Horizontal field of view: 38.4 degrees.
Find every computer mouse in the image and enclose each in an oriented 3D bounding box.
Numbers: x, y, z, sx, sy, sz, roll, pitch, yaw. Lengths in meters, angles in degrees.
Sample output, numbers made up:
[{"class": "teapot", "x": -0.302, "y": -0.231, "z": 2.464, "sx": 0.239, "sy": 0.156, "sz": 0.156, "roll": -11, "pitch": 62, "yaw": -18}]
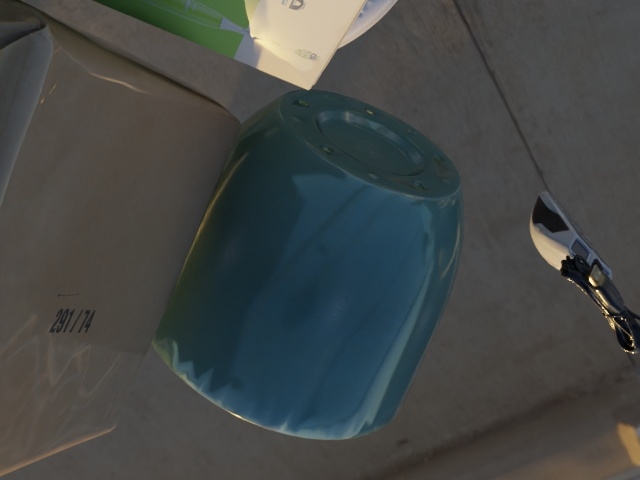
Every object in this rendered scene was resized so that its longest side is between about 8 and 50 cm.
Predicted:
[{"class": "computer mouse", "x": 0.232, "y": 0.019, "z": 0.841, "sx": 0.042, "sy": 0.193, "sz": 0.106, "roll": -42, "pitch": 113, "yaw": 16}]

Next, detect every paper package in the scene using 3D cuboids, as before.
[{"class": "paper package", "x": -0.224, "y": -0.002, "z": 0.634, "sx": 0.168, "sy": 0.325, "sz": 0.309, "roll": 25, "pitch": 94, "yaw": 12}]

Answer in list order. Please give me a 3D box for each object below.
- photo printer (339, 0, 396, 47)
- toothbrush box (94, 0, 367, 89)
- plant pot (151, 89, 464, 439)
[{"class": "photo printer", "x": -0.003, "y": -0.486, "z": 1.543, "sx": 0.256, "sy": 0.107, "sz": 0.307, "roll": -39, "pitch": 87, "yaw": 20}, {"class": "toothbrush box", "x": -0.089, "y": -0.238, "z": 0.557, "sx": 0.283, "sy": 0.122, "sz": 0.206, "roll": 22, "pitch": 153, "yaw": -10}, {"class": "plant pot", "x": 0.000, "y": 0.000, "z": 0.877, "sx": 0.293, "sy": 0.293, "sz": 0.235, "roll": 17, "pitch": 119, "yaw": -16}]
